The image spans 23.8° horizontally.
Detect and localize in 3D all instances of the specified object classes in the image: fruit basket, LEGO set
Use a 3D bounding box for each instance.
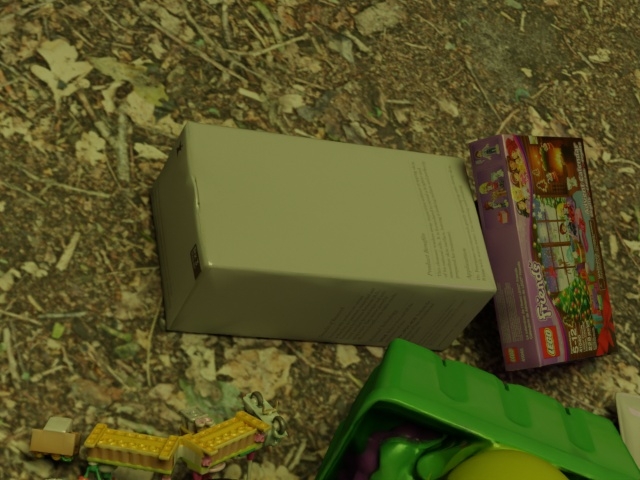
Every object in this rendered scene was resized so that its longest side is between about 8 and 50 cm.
[{"bbox_3d":[0.177,0.307,1.628,0.392,0.283,0.392,19,35,-14],"label":"fruit basket"},{"bbox_3d":[-0.167,0.249,1.650,0.287,0.107,0.132,-6,24,-25],"label":"LEGO set"}]

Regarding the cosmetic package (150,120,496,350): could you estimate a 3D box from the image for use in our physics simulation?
[{"bbox_3d":[0.000,0.000,1.861,0.385,0.156,0.217,6,53,-21],"label":"cosmetic package"}]

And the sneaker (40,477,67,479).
[{"bbox_3d":[-0.257,0.282,1.594,0.109,0.040,0.043,17,53,-14],"label":"sneaker"}]

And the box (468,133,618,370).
[{"bbox_3d":[0.288,0.013,1.943,0.201,0.057,0.293,-3,83,-50],"label":"box"}]

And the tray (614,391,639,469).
[{"bbox_3d":[0.446,0.325,1.924,0.145,0.030,0.270,14,51,-19],"label":"tray"}]

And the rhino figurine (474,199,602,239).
[{"bbox_3d":[0.285,0.001,2.056,0.243,0.073,0.106,-2,66,-31],"label":"rhino figurine"}]

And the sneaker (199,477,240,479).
[{"bbox_3d":[-0.144,0.389,1.443,0.447,0.169,0.257,-31,84,-30],"label":"sneaker"}]
